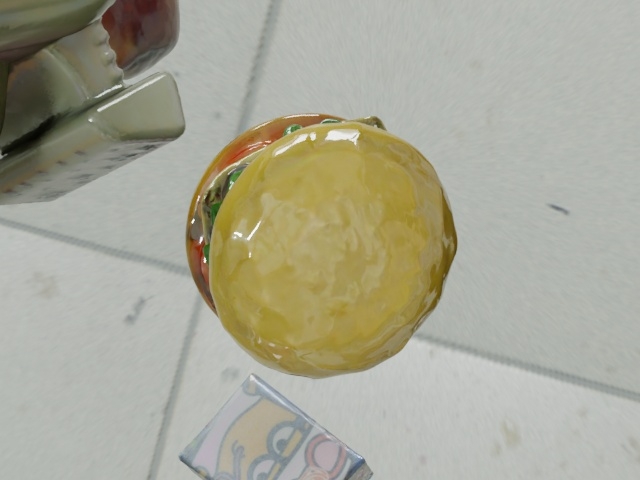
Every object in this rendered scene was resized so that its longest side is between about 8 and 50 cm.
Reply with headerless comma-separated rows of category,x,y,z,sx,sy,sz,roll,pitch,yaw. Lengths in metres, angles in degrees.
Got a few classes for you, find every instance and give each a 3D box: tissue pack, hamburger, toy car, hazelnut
tissue pack,-0.043,0.221,1.536,0.155,0.065,0.115,36,79,24
hamburger,0.000,0.000,0.923,0.162,0.115,0.162,-6,108,-20
toy car,-0.272,-0.069,0.852,0.336,0.242,0.226,-38,103,-41
hazelnut,-0.244,-0.264,1.627,0.208,0.208,0.208,0,93,2
